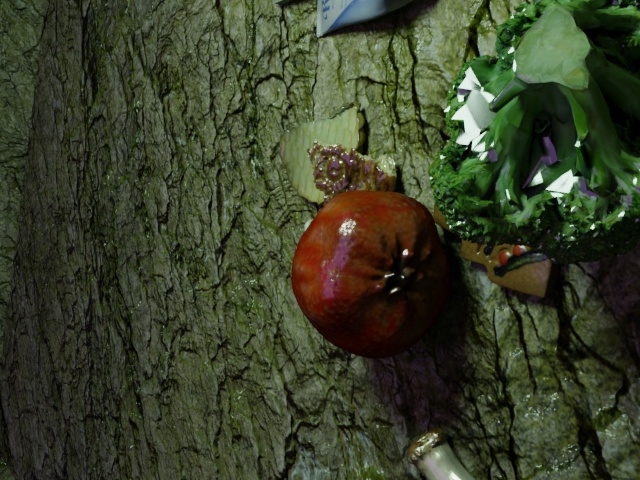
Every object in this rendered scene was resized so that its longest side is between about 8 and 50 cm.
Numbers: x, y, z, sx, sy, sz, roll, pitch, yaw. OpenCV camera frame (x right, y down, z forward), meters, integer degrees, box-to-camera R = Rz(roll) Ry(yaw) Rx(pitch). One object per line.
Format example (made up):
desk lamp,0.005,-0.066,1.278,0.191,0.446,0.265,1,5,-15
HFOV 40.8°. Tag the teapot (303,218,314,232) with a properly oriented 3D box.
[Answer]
teapot,0.000,0.000,1.769,0.083,0.064,0.064,30,124,18

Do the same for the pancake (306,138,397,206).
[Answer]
pancake,0.038,-0.084,1.668,0.244,0.057,0.266,50,122,15

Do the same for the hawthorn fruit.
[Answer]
hawthorn fruit,0.072,0.055,1.514,0.330,0.287,0.287,-174,87,-68

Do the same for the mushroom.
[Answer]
mushroom,0.229,0.404,1.436,0.084,0.071,0.209,-44,51,2

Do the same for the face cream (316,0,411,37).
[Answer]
face cream,0.094,-0.528,1.640,0.420,0.137,0.235,-167,79,-64

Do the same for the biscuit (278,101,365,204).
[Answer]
biscuit,0.006,-0.168,1.780,0.273,0.036,0.187,-9,82,52

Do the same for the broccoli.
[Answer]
broccoli,0.326,-0.148,1.131,0.413,0.321,0.310,-49,1,-6

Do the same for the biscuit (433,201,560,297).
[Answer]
biscuit,0.299,-0.044,1.375,0.278,0.043,0.301,-50,51,40

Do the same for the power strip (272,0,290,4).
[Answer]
power strip,-0.051,-0.565,1.854,0.227,0.029,0.080,5,93,61
